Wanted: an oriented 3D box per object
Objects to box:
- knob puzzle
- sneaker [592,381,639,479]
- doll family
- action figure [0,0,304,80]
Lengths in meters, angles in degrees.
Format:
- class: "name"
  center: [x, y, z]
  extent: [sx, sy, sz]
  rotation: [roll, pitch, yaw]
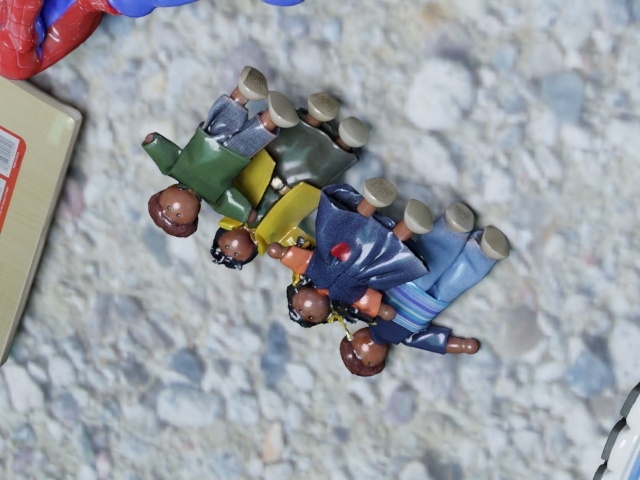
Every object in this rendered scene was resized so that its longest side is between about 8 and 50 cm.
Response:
- class: "knob puzzle"
  center: [-0.231, -0.044, 1.060]
  extent: [0.213, 0.030, 0.213]
  rotation: [10, 116, 22]
- class: "sneaker"
  center: [0.224, 0.061, 0.829]
  extent: [0.147, 0.130, 0.330]
  rotation: [30, 121, 14]
- class: "doll family"
  center: [0.000, 0.000, 0.944]
  extent: [0.193, 0.076, 0.111]
  rotation: [40, 118, 2]
- class: "action figure"
  center: [-0.091, -0.161, 0.909]
  extent: [0.280, 0.091, 0.139]
  rotation: [-15, 111, 29]
